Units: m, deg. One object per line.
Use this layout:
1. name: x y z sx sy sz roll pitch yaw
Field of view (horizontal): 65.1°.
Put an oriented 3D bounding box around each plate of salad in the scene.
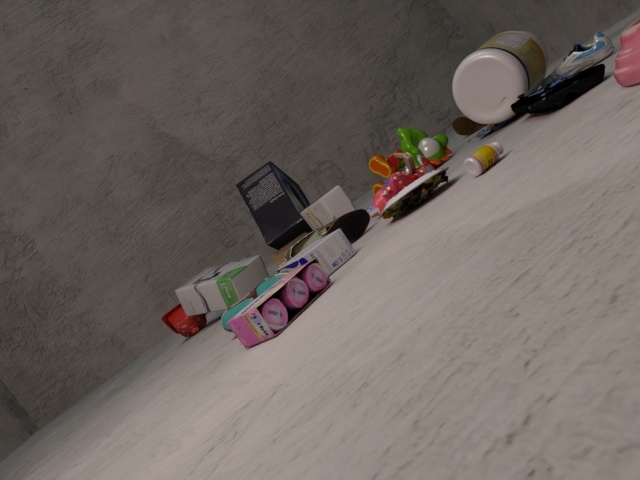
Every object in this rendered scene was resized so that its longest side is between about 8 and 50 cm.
1. plate of salad: 0.228 -0.108 1.199 0.200 0.048 0.200 -33 -7 -4

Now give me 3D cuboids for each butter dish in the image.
1. butter dish: -0.518 0.323 1.987 0.160 0.118 0.160 -37 -36 -10

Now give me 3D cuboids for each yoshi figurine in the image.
1. yoshi figurine: 0.305 -0.294 1.797 0.362 0.203 0.203 -34 -4 -33

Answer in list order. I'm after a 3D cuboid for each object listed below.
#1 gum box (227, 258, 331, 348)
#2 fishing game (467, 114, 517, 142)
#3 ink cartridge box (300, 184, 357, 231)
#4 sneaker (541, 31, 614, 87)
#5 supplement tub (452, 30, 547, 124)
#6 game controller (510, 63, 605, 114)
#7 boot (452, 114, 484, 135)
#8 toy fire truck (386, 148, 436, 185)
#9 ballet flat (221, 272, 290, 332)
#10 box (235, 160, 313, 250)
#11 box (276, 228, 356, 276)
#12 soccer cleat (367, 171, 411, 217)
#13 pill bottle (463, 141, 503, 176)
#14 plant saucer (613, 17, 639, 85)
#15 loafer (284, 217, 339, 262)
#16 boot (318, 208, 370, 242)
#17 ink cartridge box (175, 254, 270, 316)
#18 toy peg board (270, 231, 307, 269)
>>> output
1. gum box: -0.071 0.114 0.942 0.107 0.062 0.188 -31 6 46
2. fishing game: 0.603 -0.406 1.687 0.189 0.041 0.264 -34 3 -15
3. ink cartridge box: 0.037 -0.080 1.717 0.093 0.154 0.212 -39 5 -20
4. sneaker: 0.786 -0.554 1.560 0.085 0.086 0.237 -40 4 -34
5. supplement tub: 0.579 -0.527 1.592 0.228 0.228 0.316 -31 9 49
6. game controller: 0.579 -0.372 1.244 0.166 0.067 0.319 -34 4 14
7. boot: 0.717 -0.562 2.186 0.203 0.095 0.262 -37 6 -22
8. toy fire truck: 0.264 -0.206 1.431 0.047 0.135 0.192 -36 3 -7
9. ballet flat: -0.128 0.140 1.146 0.222 0.076 0.079 -35 -16 16
10. box: -0.143 -0.113 1.997 0.183 0.294 0.296 -34 -22 11
11. box: -0.010 0.049 1.148 0.137 0.072 0.126 -37 4 -30
12. soccer cleat: 0.218 -0.146 1.562 0.095 0.083 0.248 -38 4 35
13. pill bottle: 0.335 -0.168 1.023 0.083 0.043 0.043 -37 4 -19
14. plant saucer: 0.622 -0.376 0.788 0.332 0.084 0.332 -36 3 2
15. loafer: 0.000 0.000 1.506 0.251 0.094 0.087 -37 0 -22
16. boot: 0.039 -0.010 1.387 0.219 0.082 0.106 -39 8 -27
17. ink cartridge box: -0.369 0.173 1.897 0.289 0.121 0.211 -14 15 31
18. toy peg board: -0.083 0.059 1.812 0.161 0.079 0.160 -36 19 -4
